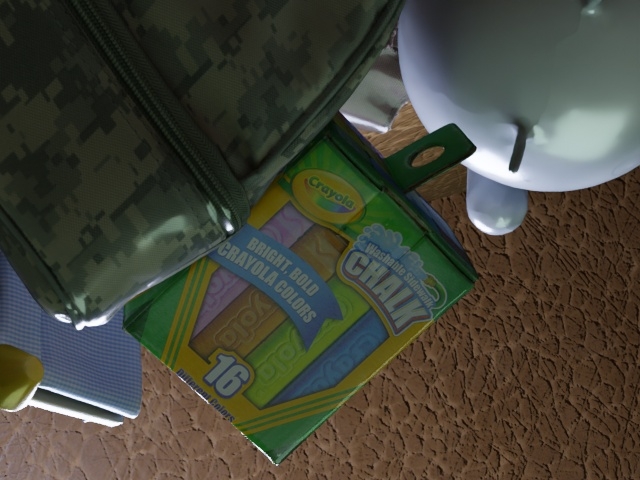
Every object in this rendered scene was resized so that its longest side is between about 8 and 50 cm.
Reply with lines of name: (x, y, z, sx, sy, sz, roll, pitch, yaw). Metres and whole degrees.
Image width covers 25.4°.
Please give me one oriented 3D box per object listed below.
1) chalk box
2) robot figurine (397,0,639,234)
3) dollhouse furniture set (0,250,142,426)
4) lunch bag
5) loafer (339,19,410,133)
chalk box: (0.000, 0.000, 0.855, 0.213, 0.132, 0.132, -44, -163, 8)
robot figurine: (0.158, -0.155, 0.982, 0.200, 0.299, 0.353, 12, -158, 2)
dollhouse furniture set: (-0.127, -0.002, 1.034, 0.198, 0.303, 0.286, -20, 151, 29)
lunch bag: (-0.091, -0.114, 0.760, 0.256, 0.212, 0.305, -34, -171, -8)
loafer: (0.034, -0.158, 1.237, 0.366, 0.130, 0.134, -16, 174, -21)
